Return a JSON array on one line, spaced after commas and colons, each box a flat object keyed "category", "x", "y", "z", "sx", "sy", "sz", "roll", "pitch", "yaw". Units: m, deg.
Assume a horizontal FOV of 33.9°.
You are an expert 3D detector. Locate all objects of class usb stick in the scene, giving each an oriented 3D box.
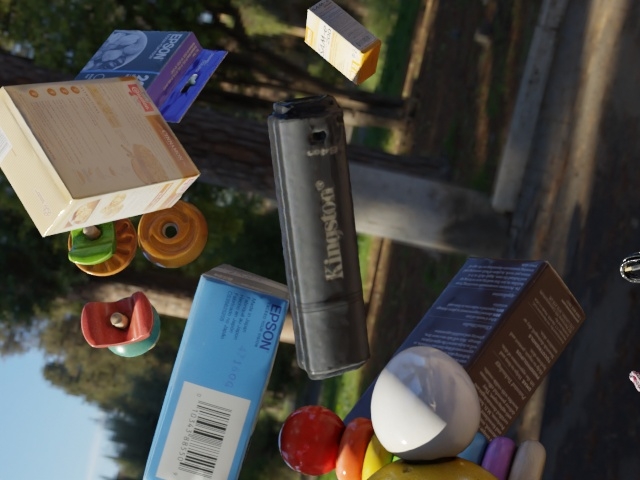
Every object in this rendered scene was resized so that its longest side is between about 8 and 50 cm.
[{"category": "usb stick", "x": 0.000, "y": 0.000, "z": 1.022, "sx": 0.045, "sy": 0.077, "sz": 0.277, "roll": -145, "pitch": 46, "yaw": -69}]

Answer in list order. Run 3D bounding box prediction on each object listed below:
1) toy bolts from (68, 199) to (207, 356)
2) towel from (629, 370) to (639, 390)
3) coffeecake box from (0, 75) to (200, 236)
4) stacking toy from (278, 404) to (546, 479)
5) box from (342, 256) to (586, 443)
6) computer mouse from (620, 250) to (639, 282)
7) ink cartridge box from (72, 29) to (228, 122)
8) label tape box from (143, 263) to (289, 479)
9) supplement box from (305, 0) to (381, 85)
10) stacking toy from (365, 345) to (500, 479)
[{"category": "toy bolts", "x": -0.260, "y": 0.056, "z": 1.545, "sx": 0.158, "sy": 0.218, "sz": 0.228, "roll": 71, "pitch": -168, "yaw": -76}, {"category": "towel", "x": 0.579, "y": 0.277, "z": 1.696, "sx": 0.029, "sy": 0.144, "sz": 0.197, "roll": -61, "pitch": 1, "yaw": 12}, {"category": "coffeecake box", "x": -0.240, "y": -0.094, "z": 1.108, "sx": 0.068, "sy": 0.142, "sz": 0.185, "roll": -43, "pitch": -15, "yaw": 35}, {"category": "stacking toy", "x": 0.104, "y": 0.277, "z": 1.306, "sx": 0.141, "sy": 0.330, "sz": 0.141, "roll": 13, "pitch": -90, "yaw": -74}, {"category": "box", "x": 0.223, "y": 0.205, "z": 1.633, "sx": 0.381, "sy": 0.143, "sz": 0.191, "roll": -48, "pitch": 24, "yaw": -21}, {"category": "computer mouse", "x": 0.488, "y": 0.013, "z": 1.367, "sx": 0.242, "sy": 0.071, "sz": 0.041, "roll": -32, "pitch": 13, "yaw": 49}, {"category": "ink cartridge box", "x": -0.282, "y": -0.268, "z": 1.688, "sx": 0.206, "sy": 0.208, "sz": 0.045, "roll": -65, "pitch": -27, "yaw": -43}, {"category": "label tape box", "x": -0.118, "y": 0.166, "z": 1.342, "sx": 0.348, "sy": 0.115, "sz": 0.249, "roll": -15, "pitch": -59, "yaw": -89}, {"category": "supplement box", "x": 0.027, "y": -0.252, "z": 1.328, "sx": 0.036, "sy": 0.098, "sz": 0.062, "roll": -38, "pitch": -21, "yaw": -24}, {"category": "stacking toy", "x": 0.117, "y": 0.353, "z": 1.107, "sx": 0.350, "sy": 0.351, "sz": 0.479, "roll": 173, "pitch": 91, "yaw": -86}]
